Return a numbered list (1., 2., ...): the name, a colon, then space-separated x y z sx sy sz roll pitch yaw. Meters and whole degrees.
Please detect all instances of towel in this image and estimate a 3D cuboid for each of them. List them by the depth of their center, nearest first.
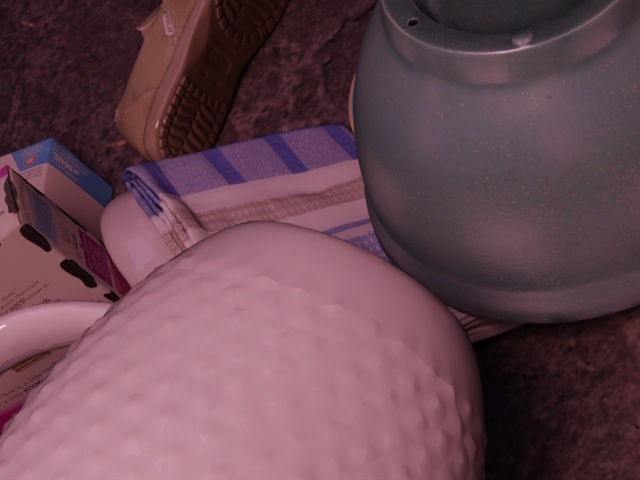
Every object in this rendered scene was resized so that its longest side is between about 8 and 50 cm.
1. towel: 0.000 0.000 1.207 0.209 0.034 0.285 -14 38 -25

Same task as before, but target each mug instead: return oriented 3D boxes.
1. mug: -0.096 0.155 0.940 0.374 0.276 0.328 16 64 28

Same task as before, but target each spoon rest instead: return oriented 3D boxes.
1. spoon rest: -0.076 0.055 1.260 0.276 0.137 0.084 52 123 36

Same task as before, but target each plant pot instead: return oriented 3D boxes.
1. plant pot: 0.146 -0.118 1.099 0.293 0.196 0.293 -11 48 13

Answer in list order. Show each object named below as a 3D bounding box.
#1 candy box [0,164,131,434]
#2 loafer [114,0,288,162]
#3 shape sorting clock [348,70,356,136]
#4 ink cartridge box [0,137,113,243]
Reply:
1. candy box: -0.220 0.066 1.268 0.159 0.233 0.071 -34 45 12
2. loafer: -0.110 -0.188 1.470 0.092 0.102 0.268 11 67 36
3. shape sorting clock: 0.117 -0.129 1.284 0.206 0.040 0.206 -16 50 21
4. ink cartridge box: -0.251 0.002 1.445 0.092 0.090 0.143 -18 49 27
